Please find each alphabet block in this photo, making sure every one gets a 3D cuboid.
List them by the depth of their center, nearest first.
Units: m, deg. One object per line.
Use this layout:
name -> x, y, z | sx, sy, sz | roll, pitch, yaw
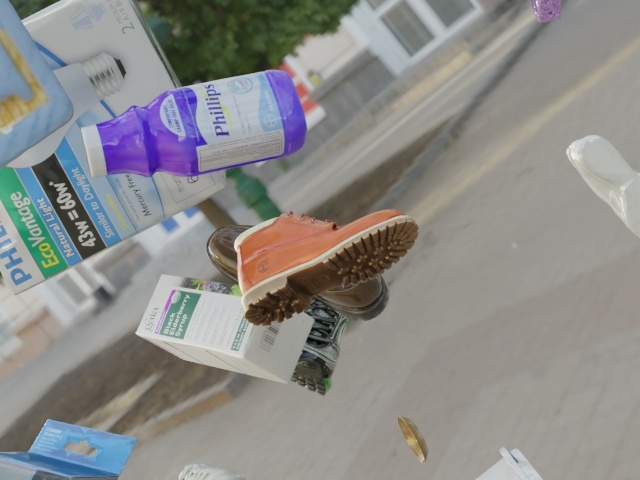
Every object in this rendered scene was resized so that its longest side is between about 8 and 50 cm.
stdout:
alphabet block -> -0.377, -0.157, 1.027 | 0.192, 0.193, 0.197 | -38, 33, -20

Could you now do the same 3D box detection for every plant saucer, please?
plant saucer -> 0.147, 0.307, 1.745 | 0.015, 0.083, 0.083 | -28, 5, -10

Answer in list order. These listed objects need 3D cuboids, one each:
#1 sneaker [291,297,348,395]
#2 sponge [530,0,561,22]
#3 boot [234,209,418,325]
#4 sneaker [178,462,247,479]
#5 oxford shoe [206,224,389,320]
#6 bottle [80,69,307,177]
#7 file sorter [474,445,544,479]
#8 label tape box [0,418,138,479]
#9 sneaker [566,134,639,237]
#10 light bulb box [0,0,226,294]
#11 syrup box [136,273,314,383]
sneaker -> -0.021, 0.133, 1.787 | 0.146, 0.134, 0.343 | -57, 11, 12
sponge -> 0.244, -0.363, 1.258 | 0.031, 0.210, 0.117 | -9, 50, 5
boot -> 0.000, 0.000, 0.917 | 0.158, 0.059, 0.084 | -24, 54, 9
sneaker -> -0.196, 0.432, 1.916 | 0.110, 0.118, 0.292 | -49, -7, -20
oxford shoe -> -0.034, 0.017, 1.272 | 0.096, 0.227, 0.083 | 59, -131, -60
bottle -> -0.164, -0.143, 1.453 | 0.283, 0.118, 0.092 | -12, -29, -13
file sorter -> 0.128, 0.344, 1.027 | 0.278, 0.193, 0.173 | -38, -21, 1
label tape box -> -0.477, 0.433, 1.814 | 0.241, 0.106, 0.333 | 3, 59, 37
sneaker -> 0.471, -0.081, 1.772 | 0.080, 0.212, 0.094 | -43, 6, -9
light bulb box -> -0.380, -0.166, 1.710 | 0.361, 0.358, 0.225 | -28, 11, 0
syrup box -> -0.130, 0.114, 1.481 | 0.237, 0.096, 0.093 | 6, 68, 46
